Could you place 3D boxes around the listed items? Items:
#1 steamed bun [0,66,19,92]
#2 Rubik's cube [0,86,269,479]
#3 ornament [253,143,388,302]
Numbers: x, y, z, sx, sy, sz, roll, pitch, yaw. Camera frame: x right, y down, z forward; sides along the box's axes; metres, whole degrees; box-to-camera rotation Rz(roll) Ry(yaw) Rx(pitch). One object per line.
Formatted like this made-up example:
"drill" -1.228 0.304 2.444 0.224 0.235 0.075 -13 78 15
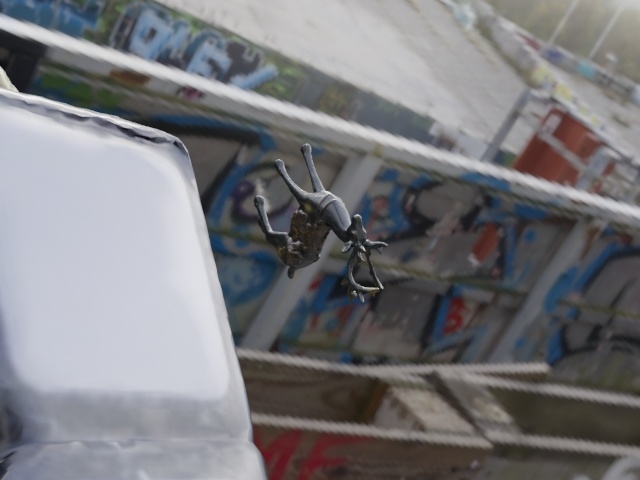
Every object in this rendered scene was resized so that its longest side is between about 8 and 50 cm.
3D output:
"steamed bun" -0.309 -0.126 0.758 0.428 0.189 0.247 54 29 -37
"Rubik's cube" -0.224 0.161 0.307 0.363 0.359 0.362 15 53 -48
"ornament" 0.000 0.000 0.766 0.028 0.073 0.125 3 36 -43
